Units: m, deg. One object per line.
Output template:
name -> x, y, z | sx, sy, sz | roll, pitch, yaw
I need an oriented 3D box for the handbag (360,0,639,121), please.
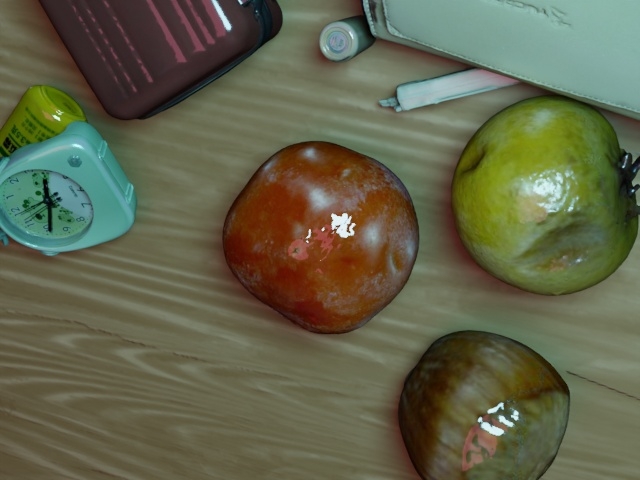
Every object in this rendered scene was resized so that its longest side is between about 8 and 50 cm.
handbag -> 0.223, -0.249, 0.935 | 0.358, 0.160, 0.237 | 22, 152, 19

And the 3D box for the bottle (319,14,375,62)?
bottle -> 0.033, -0.228, 1.093 | 0.045, 0.096, 0.045 | 6, 109, 18

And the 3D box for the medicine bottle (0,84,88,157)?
medicine bottle -> -0.411, -0.096, 1.319 | 0.095, 0.064, 0.260 | 38, 119, -11

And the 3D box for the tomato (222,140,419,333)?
tomato -> 0.002, -0.003, 1.134 | 0.231, 0.188, 0.232 | 6, 111, 15

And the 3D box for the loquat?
loquat -> 0.240, -0.042, 1.025 | 0.213, 0.213, 0.213 | 6, 110, 18

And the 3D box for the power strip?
power strip -> 0.155, -0.176, 1.096 | 0.191, 0.047, 0.030 | -10, 100, 22

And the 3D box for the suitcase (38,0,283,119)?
suitcase -> -0.204, -0.308, 1.115 | 0.236, 0.161, 0.297 | -27, 99, 25

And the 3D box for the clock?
clock -> -0.359, -0.057, 1.267 | 0.210, 0.066, 0.159 | -16, 126, 10

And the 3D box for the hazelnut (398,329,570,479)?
hazelnut -> 0.187, 0.211, 1.157 | 0.214, 0.176, 0.214 | -10, 69, 29
